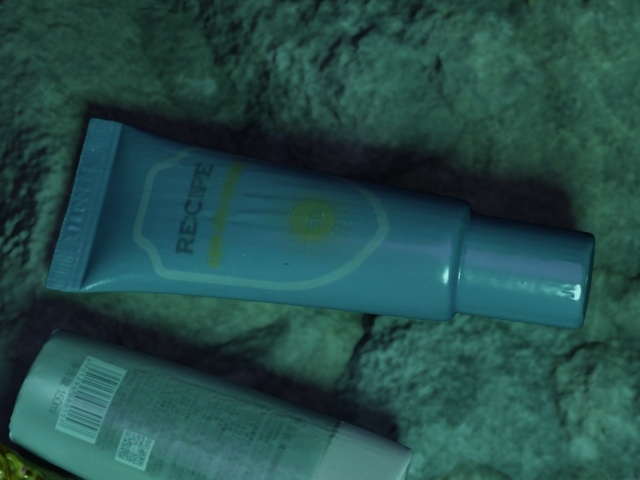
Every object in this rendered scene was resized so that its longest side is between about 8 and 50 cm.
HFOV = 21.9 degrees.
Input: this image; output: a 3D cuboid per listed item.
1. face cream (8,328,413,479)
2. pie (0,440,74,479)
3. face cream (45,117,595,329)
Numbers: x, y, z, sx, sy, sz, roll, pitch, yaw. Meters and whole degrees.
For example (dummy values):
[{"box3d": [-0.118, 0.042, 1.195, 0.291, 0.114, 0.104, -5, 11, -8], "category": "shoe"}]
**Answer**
[{"box3d": [-0.076, 0.147, 1.137, 0.269, 0.073, 0.107, 19, 79, 9], "category": "face cream"}, {"box3d": [-0.269, 0.282, 1.089, 0.315, 0.092, 0.315, -5, 63, 9], "category": "pie"}, {"box3d": [0.000, 0.000, 1.177, 0.385, 0.086, 0.136, 9, 73, 11], "category": "face cream"}]
